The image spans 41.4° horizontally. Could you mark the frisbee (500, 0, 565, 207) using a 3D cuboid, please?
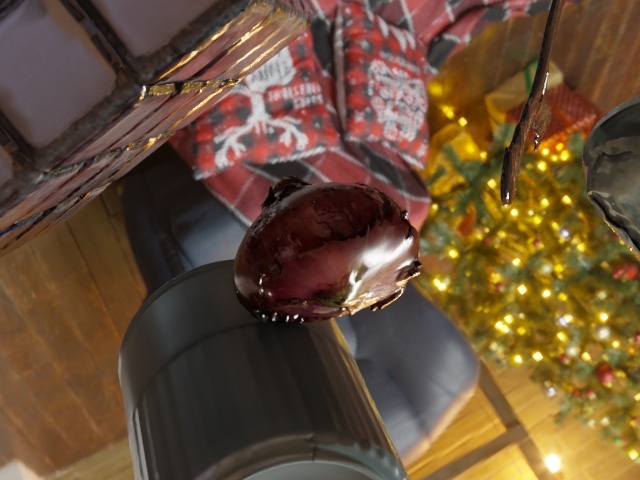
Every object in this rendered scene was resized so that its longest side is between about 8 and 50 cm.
[{"bbox_3d":[0.178,-0.118,0.675,0.187,0.012,0.211,22,82,-72],"label":"frisbee"}]

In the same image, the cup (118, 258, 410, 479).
[{"bbox_3d":[-0.087,0.228,0.864,0.256,0.311,0.331,34,101,-27],"label":"cup"}]

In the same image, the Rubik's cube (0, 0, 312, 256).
[{"bbox_3d":[-0.243,-0.198,0.615,0.343,0.337,0.344,-36,-172,9],"label":"Rubik's cube"}]

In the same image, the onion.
[{"bbox_3d":[0.000,0.000,0.803,0.183,0.147,0.184,-19,159,-7],"label":"onion"}]

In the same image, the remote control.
[{"bbox_3d":[0.250,0.004,0.513,0.104,0.052,0.247,-24,128,41],"label":"remote control"}]
